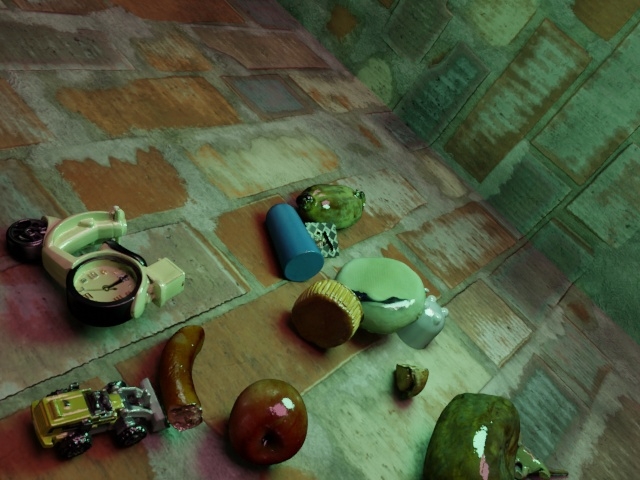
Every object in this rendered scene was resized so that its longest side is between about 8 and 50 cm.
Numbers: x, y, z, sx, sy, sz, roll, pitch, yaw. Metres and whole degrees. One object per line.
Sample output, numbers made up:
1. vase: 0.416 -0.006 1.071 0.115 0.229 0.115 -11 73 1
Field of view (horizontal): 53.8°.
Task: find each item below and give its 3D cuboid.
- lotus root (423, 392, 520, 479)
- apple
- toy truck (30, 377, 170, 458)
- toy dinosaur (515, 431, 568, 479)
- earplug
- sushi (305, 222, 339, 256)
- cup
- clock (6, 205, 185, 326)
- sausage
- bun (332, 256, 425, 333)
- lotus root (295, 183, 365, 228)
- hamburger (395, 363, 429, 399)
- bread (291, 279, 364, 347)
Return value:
1. lotus root: 0.386 0.572 1.609 0.250 0.250 0.346 35 36 -3
2. apple: -0.118 0.407 1.421 0.181 0.181 0.168 23 13 -20
3. toy truck: -0.427 0.342 1.265 0.286 0.111 0.136 1 45 -46
4. toy dinosaur: 0.660 0.672 1.912 0.251 0.072 0.200 31 22 10
5. earplug: -0.096 -0.012 2.007 0.132 0.132 0.273 9 38 -36
6. sushi: 0.000 0.000 2.138 0.126 0.026 0.120 -1 81 -36
7. cup: 0.341 0.250 2.068 0.134 0.142 0.173 38 32 2
8. clock: -0.526 0.043 1.486 0.379 0.120 0.276 40 45 22
9. sausage: -0.314 0.295 1.430 0.103 0.076 0.302 22 27 -23
10. bun: 0.176 0.190 1.961 0.293 0.187 0.293 5 36 -4
11. lotus root: 0.025 -0.126 2.230 0.309 0.173 0.173 -1 48 -43
12. hamburger: 0.268 0.411 1.828 0.087 0.176 0.102 1 81 -6
13. bread: 0.015 0.210 1.766 0.199 0.199 0.104 38 37 1
